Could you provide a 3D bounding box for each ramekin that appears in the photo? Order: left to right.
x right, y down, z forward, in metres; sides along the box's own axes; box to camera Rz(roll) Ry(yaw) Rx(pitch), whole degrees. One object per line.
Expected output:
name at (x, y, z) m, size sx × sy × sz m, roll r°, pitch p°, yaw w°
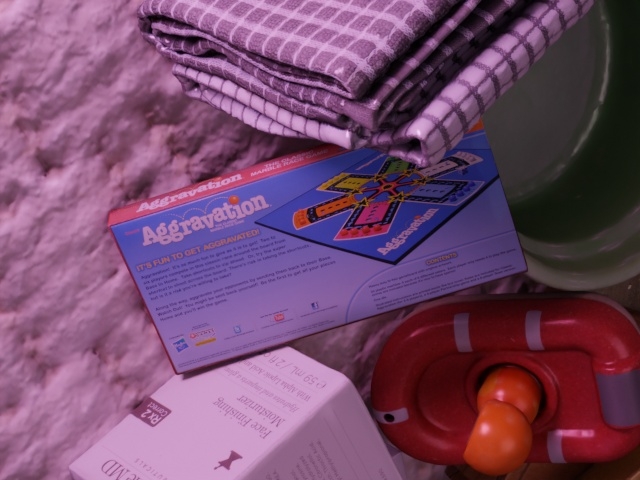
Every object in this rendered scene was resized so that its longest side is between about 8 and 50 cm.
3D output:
ramekin at (0.192, -0.123, 1.379) m, size 0.303 × 0.148 × 0.303 m, roll -13°, pitch 113°, yaw -33°

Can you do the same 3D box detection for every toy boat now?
toy boat at (0.149, 0.134, 1.378) m, size 0.151 × 0.231 × 0.151 m, roll -56°, pitch 136°, yaw -55°

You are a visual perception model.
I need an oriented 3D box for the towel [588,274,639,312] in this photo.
towel at (0.266, 0.041, 1.569) m, size 0.110 × 0.027 × 0.148 m, roll -19°, pitch 118°, yaw -30°

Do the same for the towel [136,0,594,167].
towel at (0.032, -0.178, 1.153) m, size 0.235 × 0.284 × 0.121 m, roll -45°, pitch 126°, yaw -18°

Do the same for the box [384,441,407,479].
box at (0.021, 0.284, 1.461) m, size 0.145 × 0.038 × 0.186 m, roll -27°, pitch 119°, yaw -28°

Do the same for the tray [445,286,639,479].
tray at (0.324, 0.187, 1.613) m, size 0.411 × 0.076 × 0.203 m, roll 18°, pitch 104°, yaw -40°

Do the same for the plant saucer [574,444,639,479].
plant saucer at (0.365, 0.246, 1.573) m, size 0.333 × 0.081 × 0.333 m, roll -38°, pitch 130°, yaw -10°

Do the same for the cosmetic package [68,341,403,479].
cosmetic package at (-0.058, 0.190, 1.295) m, size 0.184 × 0.151 × 0.151 m, roll -40°, pitch 125°, yaw -21°

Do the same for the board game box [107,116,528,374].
board game box at (0.000, 0.000, 1.257) m, size 0.281 × 0.027 × 0.145 m, roll -17°, pitch 122°, yaw 7°
